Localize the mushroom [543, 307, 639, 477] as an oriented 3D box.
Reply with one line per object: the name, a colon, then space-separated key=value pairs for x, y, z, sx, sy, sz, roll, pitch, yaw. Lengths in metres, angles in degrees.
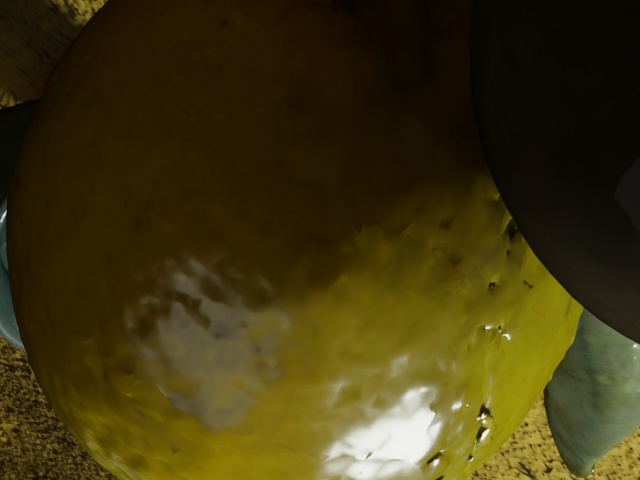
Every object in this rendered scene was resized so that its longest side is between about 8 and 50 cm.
mushroom: x=0.179 y=0.061 z=0.942 sx=0.107 sy=0.087 sz=0.333 roll=27 pitch=156 yaw=28

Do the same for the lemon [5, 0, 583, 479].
lemon: x=-0.010 y=-0.001 z=0.745 sx=0.297 sy=0.297 sz=0.297 roll=29 pitch=152 yaw=17

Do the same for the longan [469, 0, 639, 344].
longan: x=0.180 y=-0.057 z=0.563 sx=0.258 sy=0.258 sz=0.258 roll=29 pitch=152 yaw=17

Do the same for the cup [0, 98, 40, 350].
cup: x=-0.201 y=-0.034 z=1.173 sx=0.150 sy=0.199 sz=0.199 roll=39 pitch=160 yaw=38
